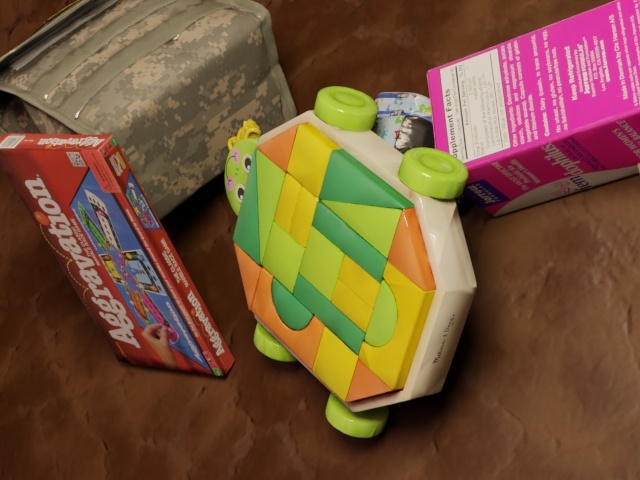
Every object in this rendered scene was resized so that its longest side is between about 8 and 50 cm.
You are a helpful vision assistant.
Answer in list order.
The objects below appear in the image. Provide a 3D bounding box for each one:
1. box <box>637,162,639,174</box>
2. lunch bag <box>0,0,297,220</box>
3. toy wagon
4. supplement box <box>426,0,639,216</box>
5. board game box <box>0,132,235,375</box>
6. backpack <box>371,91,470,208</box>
[{"bbox_3d":[0.337,0.022,1.091,0.136,0.036,0.225,-19,63,28],"label":"box"},{"bbox_3d":[-0.207,-0.166,1.420,0.235,0.169,0.287,-39,46,-24],"label":"lunch bag"},{"bbox_3d":[0.000,0.000,1.238,0.344,0.068,0.267,41,126,39],"label":"toy wagon"},{"bbox_3d":[0.215,-0.114,1.182,0.220,0.111,0.114,-17,63,30],"label":"supplement box"},{"bbox_3d":[-0.196,0.017,1.327,0.145,0.281,0.027,4,43,37],"label":"board game box"},{"bbox_3d":[0.075,-0.086,1.276,0.114,0.105,0.084,4,70,46],"label":"backpack"}]
